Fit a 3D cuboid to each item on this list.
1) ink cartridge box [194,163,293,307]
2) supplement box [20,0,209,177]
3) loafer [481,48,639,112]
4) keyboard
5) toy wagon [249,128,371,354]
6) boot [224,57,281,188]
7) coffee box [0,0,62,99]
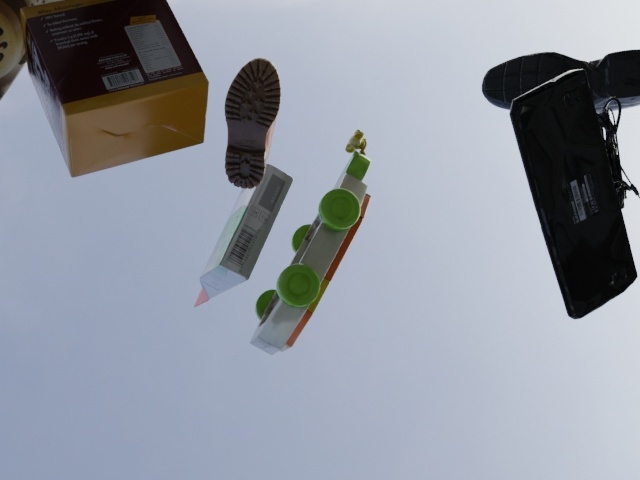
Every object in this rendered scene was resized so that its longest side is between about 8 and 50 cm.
[{"bbox_3d":[-0.139,-0.003,1.490,0.056,0.224,0.181,32,-116,-19],"label":"ink cartridge box"},{"bbox_3d":[-0.276,-0.218,1.314,0.191,0.129,0.194,-17,-118,-21],"label":"supplement box"},{"bbox_3d":[0.241,-0.143,0.939,0.170,0.061,0.062,3,-103,17],"label":"loafer"},{"bbox_3d":[0.207,-0.040,0.788,0.100,0.038,0.192,-26,-70,-18],"label":"keyboard"},{"bbox_3d":[0.000,0.000,1.408,0.068,0.267,0.344,30,-104,-4],"label":"toy wagon"},{"bbox_3d":[-0.074,-0.145,1.104,0.059,0.158,0.085,14,-142,0],"label":"boot"},{"bbox_3d":[-0.519,-0.291,1.402,0.297,0.118,0.168,-60,-34,-11],"label":"coffee box"}]
